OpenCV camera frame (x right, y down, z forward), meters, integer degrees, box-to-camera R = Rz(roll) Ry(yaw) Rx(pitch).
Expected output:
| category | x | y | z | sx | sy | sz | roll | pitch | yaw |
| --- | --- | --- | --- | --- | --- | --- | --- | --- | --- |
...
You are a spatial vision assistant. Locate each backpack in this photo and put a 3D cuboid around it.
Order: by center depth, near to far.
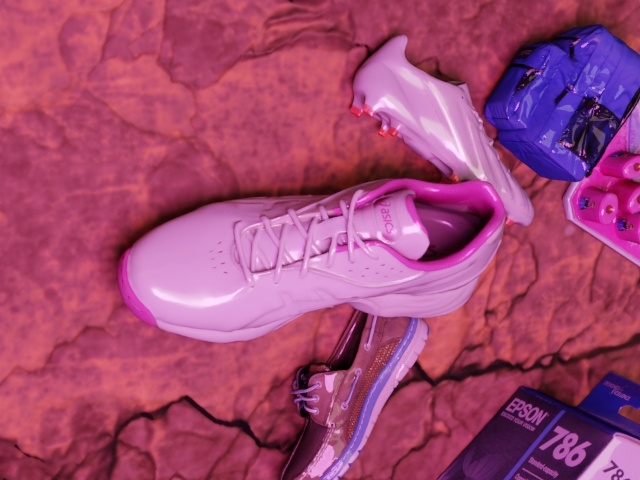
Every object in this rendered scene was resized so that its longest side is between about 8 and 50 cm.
| category | x | y | z | sx | sy | sz | roll | pitch | yaw |
| --- | --- | --- | --- | --- | --- | --- | --- | --- | --- |
| backpack | 0.202 | -0.120 | 1.402 | 0.101 | 0.098 | 0.120 | 38 | 85 | -20 |

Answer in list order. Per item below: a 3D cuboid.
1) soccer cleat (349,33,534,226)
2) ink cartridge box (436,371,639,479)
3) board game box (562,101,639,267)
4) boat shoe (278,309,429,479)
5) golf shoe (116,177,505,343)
| category | x | y | z | sx | sy | sz | roll | pitch | yaw |
| --- | --- | --- | --- | --- | --- | --- | --- | --- | --- |
| soccer cleat | 0.110 | -0.084 | 1.389 | 0.196 | 0.068 | 0.076 | 39 | 81 | -21 |
| ink cartridge box | 0.153 | 0.226 | 1.407 | 0.333 | 0.165 | 0.065 | -46 | 111 | -10 |
| board game box | 0.456 | -0.097 | 1.537 | 0.390 | 0.050 | 0.390 | 31 | 87 | -24 |
| boat shoe | 0.012 | 0.124 | 1.390 | 0.066 | 0.066 | 0.183 | 37 | 74 | -19 |
| golf shoe | 0.000 | 0.000 | 1.306 | 0.306 | 0.140 | 0.115 | -7 | 70 | -24 |
